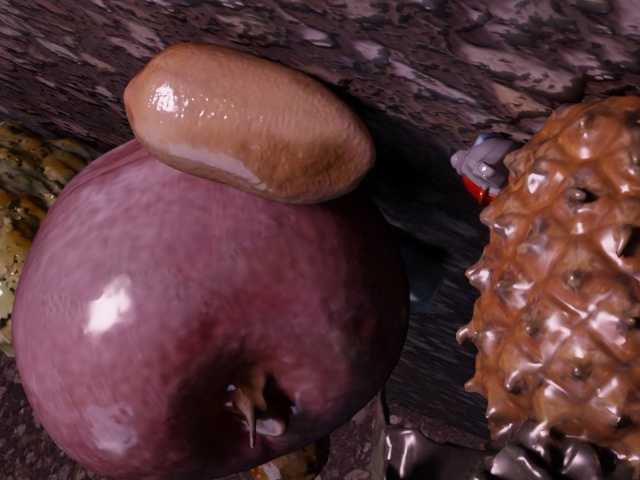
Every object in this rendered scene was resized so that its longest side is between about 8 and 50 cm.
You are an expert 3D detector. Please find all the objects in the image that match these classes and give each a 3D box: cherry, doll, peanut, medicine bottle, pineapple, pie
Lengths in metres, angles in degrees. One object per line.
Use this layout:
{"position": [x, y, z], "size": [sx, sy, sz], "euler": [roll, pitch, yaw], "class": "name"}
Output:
{"position": [-0.078, 0.032, 0.773], "size": [0.307, 0.261, 0.221], "euler": [-125, 18, -58], "class": "cherry"}
{"position": [0.096, -0.035, 0.600], "size": [0.057, 0.039, 0.114], "euler": [55, -172, 8], "class": "doll"}
{"position": [-0.041, -0.066, 0.651], "size": [0.152, 0.076, 0.076], "euler": [19, 169, 11], "class": "peanut"}
{"position": [0.000, 0.000, 0.947], "size": [0.208, 0.053, 0.090], "euler": [26, 171, 1], "class": "medicine bottle"}
{"position": [0.087, 0.115, 0.476], "size": [0.165, 0.364, 0.165], "euler": [26, 164, 8], "class": "pineapple"}
{"position": [-0.172, 0.023, 1.057], "size": [0.418, 0.180, 0.395], "euler": [31, -167, -17], "class": "pie"}
